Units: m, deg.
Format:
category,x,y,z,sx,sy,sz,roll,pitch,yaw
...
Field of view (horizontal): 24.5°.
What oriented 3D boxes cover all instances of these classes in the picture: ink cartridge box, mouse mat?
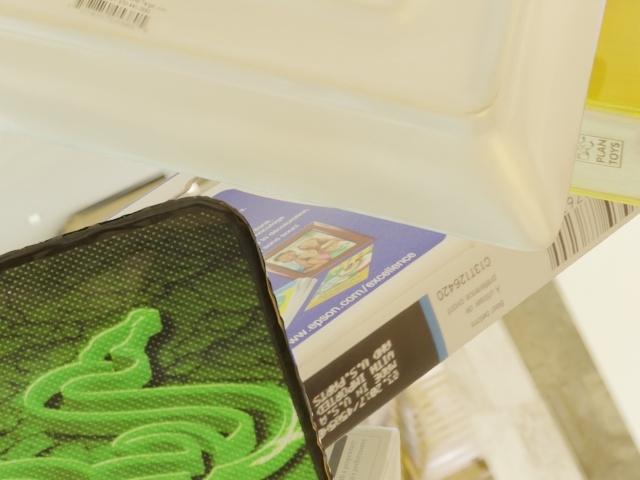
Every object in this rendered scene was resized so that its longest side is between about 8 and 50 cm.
category,x,y,z,sx,sy,sz,roll,pitch,yaw
ink cartridge box,0.000,0.000,0.915,0.303,0.072,0.307,-35,25,-26
mouse mat,-0.087,0.085,0.358,0.189,0.152,0.007,-17,7,3

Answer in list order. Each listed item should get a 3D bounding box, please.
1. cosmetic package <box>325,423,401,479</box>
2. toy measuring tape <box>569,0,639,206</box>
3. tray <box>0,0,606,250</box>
category,x,y,z,sx,sy,sz,roll,pitch,yaw
cosmetic package,-0.064,0.237,1.039,0.224,0.224,0.138,7,43,14
toy measuring tape,0.126,-0.072,0.514,0.330,0.121,0.121,12,7,11
tray,-0.050,-0.096,0.416,0.270,0.145,0.030,13,-11,2
